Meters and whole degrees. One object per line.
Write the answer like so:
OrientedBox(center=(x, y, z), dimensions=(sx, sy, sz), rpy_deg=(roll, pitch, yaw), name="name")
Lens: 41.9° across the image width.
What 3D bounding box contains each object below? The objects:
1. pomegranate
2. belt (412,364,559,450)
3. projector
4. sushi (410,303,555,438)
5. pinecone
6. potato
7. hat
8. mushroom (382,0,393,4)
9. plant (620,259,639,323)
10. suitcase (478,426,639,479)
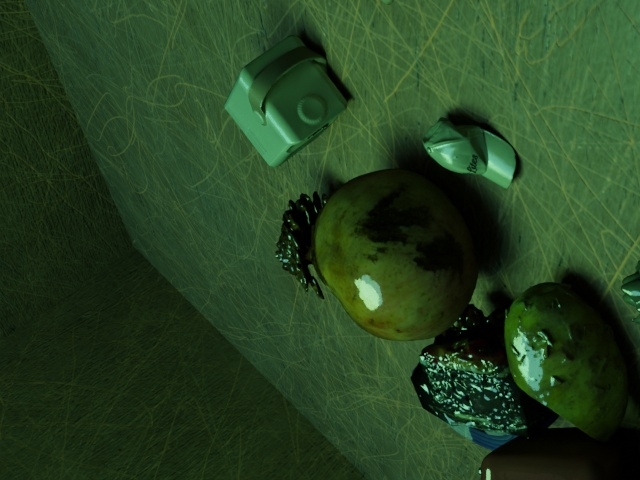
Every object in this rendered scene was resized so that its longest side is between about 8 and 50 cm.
OrientedBox(center=(0.134, 0.026, 1.498), dimensions=(0.322, 0.322, 0.322), rpy_deg=(43, 157, 23), name="pomegranate")
OrientedBox(center=(0.346, 0.329, 1.777), dimensions=(0.347, 0.117, 0.212), rpy_deg=(9, 132, 59), name="belt")
OrientedBox(center=(-0.069, -0.265, 1.612), dimensions=(0.177, 0.163, 0.242), rpy_deg=(51, 162, -2), name="projector")
OrientedBox(center=(0.309, 0.224, 1.540), dimensions=(0.227, 0.215, 0.212), rpy_deg=(23, 144, 53), name="sushi")
OrientedBox(center=(0.002, -0.001, 1.837), dimensions=(0.202, 0.201, 0.229), rpy_deg=(37, 152, 44), name="pinecone")
OrientedBox(center=(0.406, 0.206, 1.366), dimensions=(0.298, 0.176, 0.141), rpy_deg=(59, -172, -8), name="potato")
OrientedBox(center=(0.232, -0.133, 1.333), dimensions=(0.166, 0.081, 0.122), rpy_deg=(37, 159, 11), name="hat")
OrientedBox(center=(-0.005, -0.424, 1.112), dimensions=(0.290, 0.292, 0.292), rpy_deg=(37, 160, -7), name="mushroom")
OrientedBox(center=(0.480, 0.059, 1.045), dimensions=(0.194, 0.129, 0.132), rpy_deg=(19, 139, 50), name="plant")
OrientedBox(center=(0.425, 0.424, 1.450), dimensions=(0.236, 0.297, 0.161), rpy_deg=(-8, 84, 32), name="suitcase")
